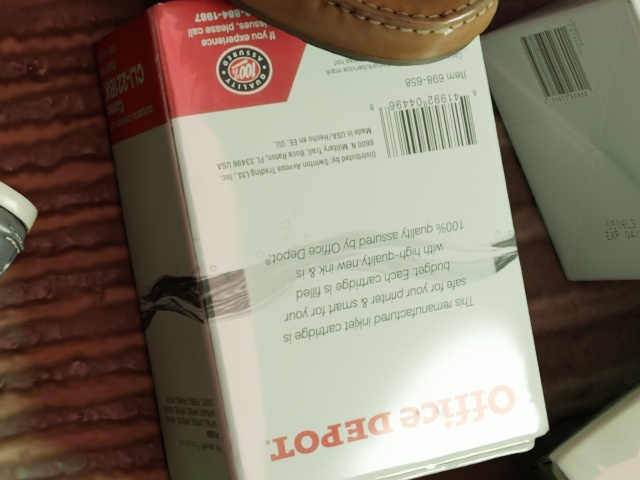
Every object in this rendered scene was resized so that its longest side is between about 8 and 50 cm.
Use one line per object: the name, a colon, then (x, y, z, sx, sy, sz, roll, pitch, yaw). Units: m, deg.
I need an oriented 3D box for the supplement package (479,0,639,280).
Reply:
supplement package: (0.280, -0.114, 1.004, 0.293, 0.177, 0.175, -27, 99, -24)

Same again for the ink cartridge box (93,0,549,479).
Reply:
ink cartridge box: (0.000, 0.000, 0.905, 0.197, 0.114, 0.273, -10, 90, -25)

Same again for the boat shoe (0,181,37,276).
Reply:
boat shoe: (-0.247, -0.032, 0.818, 0.206, 0.075, 0.065, 28, 73, -25)

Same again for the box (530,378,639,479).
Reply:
box: (0.287, 0.089, 0.954, 0.311, 0.148, 0.121, -36, 81, -3)

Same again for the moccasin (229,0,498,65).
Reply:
moccasin: (-0.043, -0.248, 0.820, 0.139, 0.147, 0.380, -27, 75, -33)
